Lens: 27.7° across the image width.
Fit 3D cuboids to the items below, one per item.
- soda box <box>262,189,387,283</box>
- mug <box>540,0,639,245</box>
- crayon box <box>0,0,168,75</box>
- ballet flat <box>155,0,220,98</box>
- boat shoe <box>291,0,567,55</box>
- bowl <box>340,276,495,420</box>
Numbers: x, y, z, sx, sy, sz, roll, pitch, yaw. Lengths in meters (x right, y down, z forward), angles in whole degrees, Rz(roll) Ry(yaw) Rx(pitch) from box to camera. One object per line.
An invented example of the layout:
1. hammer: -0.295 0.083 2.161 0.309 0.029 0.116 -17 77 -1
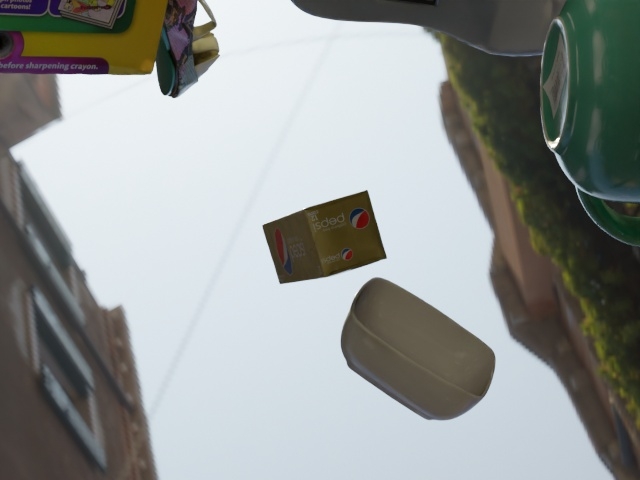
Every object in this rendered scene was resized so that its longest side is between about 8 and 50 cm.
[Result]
1. soda box: 0.000 0.000 1.135 0.058 0.061 0.181 -17 -179 -14
2. mug: 0.175 -0.071 0.709 0.097 0.157 0.129 1 -175 -3
3. crayon box: -0.315 -0.327 1.275 0.363 0.313 0.106 -3 -148 -34
4. ballet flat: -0.159 -0.239 1.532 0.079 0.221 0.076 -19 -112 -11
5. boat shoe: 0.143 -0.321 1.520 0.367 0.135 0.156 6 -129 -3
6. bowl: 0.080 0.101 1.152 0.142 0.053 0.142 34 -161 3
